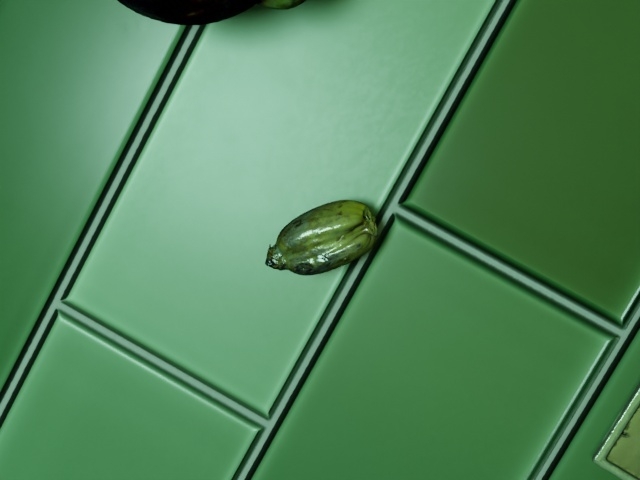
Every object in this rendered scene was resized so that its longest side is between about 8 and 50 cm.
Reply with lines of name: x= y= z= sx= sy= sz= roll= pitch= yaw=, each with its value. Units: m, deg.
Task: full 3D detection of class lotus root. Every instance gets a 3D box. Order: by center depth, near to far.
lotus root: x=0.000 y=0.000 z=0.900 sx=0.099 sy=0.049 sz=0.054 roll=-21 pitch=101 yaw=8

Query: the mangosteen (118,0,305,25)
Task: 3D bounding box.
mangosteen: x=-0.087 y=-0.275 z=0.812 sx=0.243 sy=0.243 sz=0.243 roll=1 pitch=95 yaw=7

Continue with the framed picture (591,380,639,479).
framed picture: x=0.341 y=0.136 z=0.886 sx=0.150 sy=0.015 sz=0.203 roll=30 pitch=99 yaw=4
